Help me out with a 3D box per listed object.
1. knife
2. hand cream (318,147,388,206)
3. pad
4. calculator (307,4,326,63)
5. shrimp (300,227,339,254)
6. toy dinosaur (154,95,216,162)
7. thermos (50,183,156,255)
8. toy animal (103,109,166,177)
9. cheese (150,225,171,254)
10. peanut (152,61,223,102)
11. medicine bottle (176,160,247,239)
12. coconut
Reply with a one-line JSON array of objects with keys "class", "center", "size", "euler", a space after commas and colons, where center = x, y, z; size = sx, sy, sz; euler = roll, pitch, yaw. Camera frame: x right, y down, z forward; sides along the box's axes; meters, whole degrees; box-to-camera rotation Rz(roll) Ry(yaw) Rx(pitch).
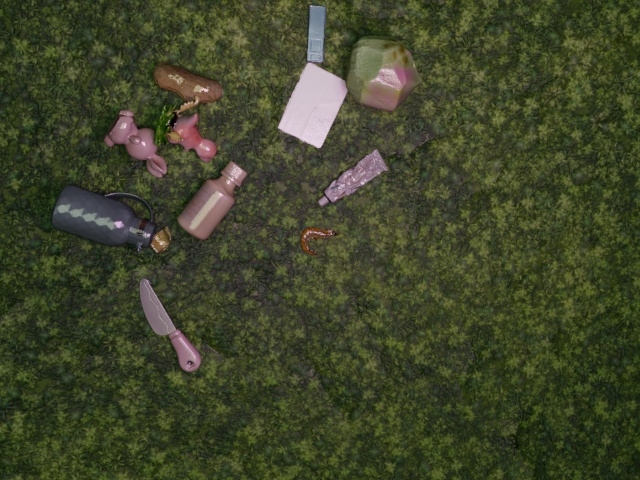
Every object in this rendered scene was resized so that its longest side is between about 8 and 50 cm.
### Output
[{"class": "knife", "center": [-0.495, 0.276, 1.836], "size": [0.081, 0.043, 0.336], "euler": [-32, 94, 5]}, {"class": "hand cream", "center": [0.099, -0.192, 1.835], "size": [0.256, 0.050, 0.084], "euler": [-34, 97, -5]}, {"class": "pad", "center": [-0.021, -0.425, 1.810], "size": [0.156, 0.004, 0.232], "euler": [25, 94, -10]}, {"class": "calculator", "center": [-0.012, -0.638, 1.776], "size": [0.057, 0.018, 0.172], "euler": [1, 97, -8]}, {"class": "shrimp", "center": [0.000, 0.000, 1.856], "size": [0.126, 0.025, 0.091], "euler": [-7, 98, -1]}, {"class": "toy dinosaur", "center": [-0.391, -0.309, 1.691], "size": [0.176, 0.152, 0.194], "euler": [12, 134, -10]}, {"class": "thermos", "center": [-0.637, -0.070, 1.722], "size": [0.286, 0.145, 0.182], "euler": [19, 61, -11]}, {"class": "toy animal", "center": [-0.535, -0.289, 1.722], "size": [0.124, 0.124, 0.212], "euler": [-48, 121, 1]}, {"class": "cheese", "center": [-0.491, -0.005, 1.789], "size": [0.084, 0.041, 0.060], "euler": [-37, 93, 15]}, {"class": "peanut", "center": [-0.399, -0.469, 1.715], "size": [0.213, 0.099, 0.100], "euler": [25, 94, -9]}, {"class": "medicine bottle", "center": [-0.325, -0.128, 1.756], "size": [0.114, 0.114, 0.252], "euler": [38, 92, -10]}, {"class": "coconut", "center": [0.194, -0.501, 1.728], "size": [0.235, 0.236, 0.205], "euler": [5, 131, -7]}]
